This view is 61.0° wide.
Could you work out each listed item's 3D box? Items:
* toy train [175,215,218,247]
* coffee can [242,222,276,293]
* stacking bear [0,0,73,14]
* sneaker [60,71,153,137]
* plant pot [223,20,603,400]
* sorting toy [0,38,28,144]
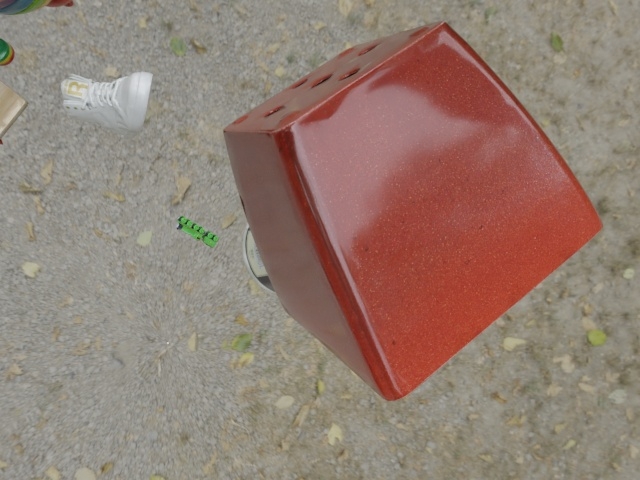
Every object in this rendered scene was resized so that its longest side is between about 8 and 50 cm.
[{"bbox_3d":[-0.205,-0.014,0.898,0.083,0.017,0.023,34,88,-37],"label":"toy train"},{"bbox_3d":[0.000,0.000,1.066,0.202,0.275,0.201,7,78,-37],"label":"coffee can"},{"bbox_3d":[-0.534,-0.480,0.958,0.164,0.289,0.175,-30,102,15],"label":"stacking bear"},{"bbox_3d":[-0.451,-0.292,1.130,0.169,0.293,0.108,15,78,-26],"label":"sneaker"},{"bbox_3d":[0.056,-0.057,0.544,0.267,0.267,0.235,-37,114,-13],"label":"plant pot"},{"bbox_3d":[-0.630,-0.231,1.008,0.132,0.046,0.274,38,88,5],"label":"sorting toy"}]
